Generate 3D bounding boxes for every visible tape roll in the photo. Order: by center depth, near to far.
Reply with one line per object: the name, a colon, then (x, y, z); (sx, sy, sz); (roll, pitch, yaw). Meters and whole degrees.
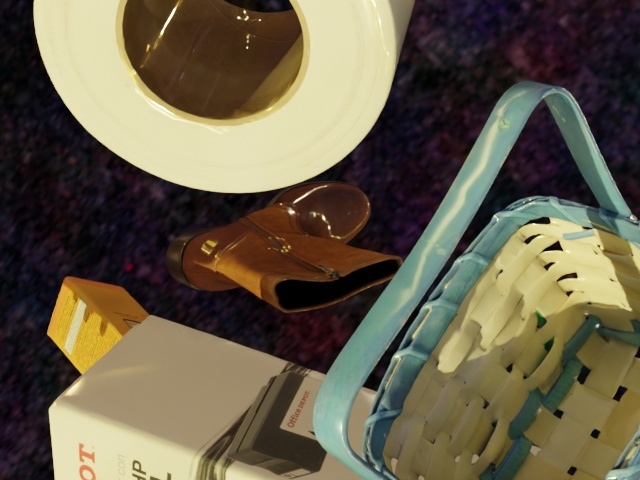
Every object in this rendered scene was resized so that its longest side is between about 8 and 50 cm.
tape roll: (-0.057, -0.177, 1.119); (0.246, 0.246, 0.169); (32, 35, -11)

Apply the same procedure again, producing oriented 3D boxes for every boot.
boot: (0.000, 0.000, 1.744); (0.264, 0.280, 0.096); (-11, 100, -29)

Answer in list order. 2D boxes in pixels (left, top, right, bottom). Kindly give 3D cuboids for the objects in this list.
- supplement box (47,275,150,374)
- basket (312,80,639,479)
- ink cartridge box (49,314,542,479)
supplement box: (-0.210, 0.117, 1.712); (0.078, 0.233, 0.080); (14, 101, -32)
basket: (0.128, 0.079, 1.004); (0.255, 0.201, 0.289); (-55, 139, -16)
ink cartridge box: (-0.028, 0.270, 1.419); (0.395, 0.285, 0.166); (17, 34, 23)
